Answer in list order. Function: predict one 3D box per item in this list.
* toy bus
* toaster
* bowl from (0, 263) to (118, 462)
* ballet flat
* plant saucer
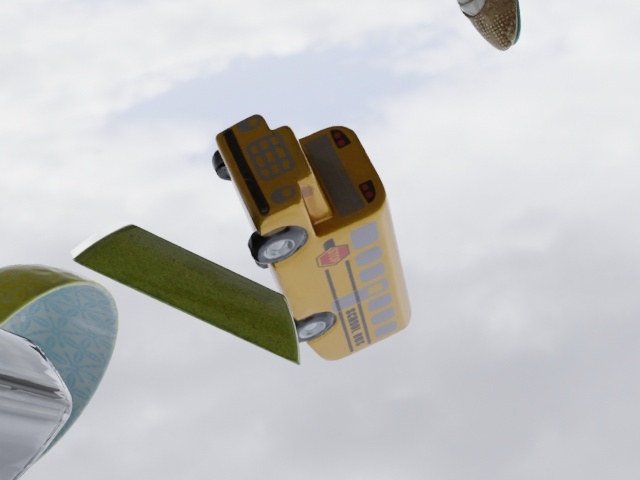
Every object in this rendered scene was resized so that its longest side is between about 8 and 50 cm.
[{"bbox_3d":[0.000,0.000,1.168,0.130,0.332,0.108,-24,-119,-3],"label":"toy bus"},{"bbox_3d":[-0.330,0.157,1.124,0.227,0.146,0.129,-48,-120,8],"label":"toaster"},{"bbox_3d":[-0.389,0.133,1.437,0.156,0.289,0.289,32,-132,23],"label":"bowl"},{"bbox_3d":[0.146,-0.287,1.246,0.067,0.206,0.073,-5,166,-30],"label":"ballet flat"},{"bbox_3d":[-0.107,0.033,1.007,0.045,0.188,0.188,-65,-169,-4],"label":"plant saucer"}]
